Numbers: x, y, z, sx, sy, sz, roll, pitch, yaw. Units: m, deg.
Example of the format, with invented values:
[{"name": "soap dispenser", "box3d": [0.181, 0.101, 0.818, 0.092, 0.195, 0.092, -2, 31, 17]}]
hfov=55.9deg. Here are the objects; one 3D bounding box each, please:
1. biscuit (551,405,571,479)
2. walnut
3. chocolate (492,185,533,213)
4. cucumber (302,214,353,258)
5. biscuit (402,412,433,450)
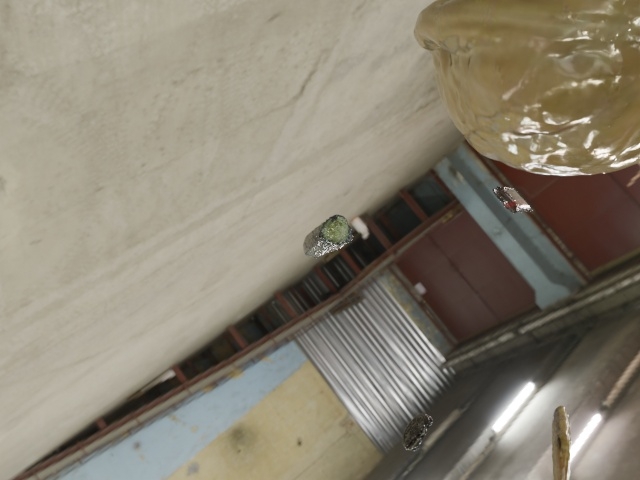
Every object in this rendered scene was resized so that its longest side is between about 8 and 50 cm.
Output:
[{"name": "biscuit", "box3d": [0.420, 0.366, 1.051, 0.029, 0.118, 0.247, 1, -179, 20]}, {"name": "walnut", "box3d": [0.296, -0.258, 0.736, 0.381, 0.381, 0.381, -37, 173, -5]}, {"name": "chocolate", "box3d": [0.481, -0.099, 1.509, 0.028, 0.086, 0.182, -46, 161, 26]}, {"name": "cucumber", "box3d": [0.000, 0.000, 0.734, 0.043, 0.039, 0.163, 10, 170, -14]}, {"name": "biscuit", "box3d": [0.224, 0.440, 1.389, 0.089, 0.027, 0.087, -43, -161, 46]}]
